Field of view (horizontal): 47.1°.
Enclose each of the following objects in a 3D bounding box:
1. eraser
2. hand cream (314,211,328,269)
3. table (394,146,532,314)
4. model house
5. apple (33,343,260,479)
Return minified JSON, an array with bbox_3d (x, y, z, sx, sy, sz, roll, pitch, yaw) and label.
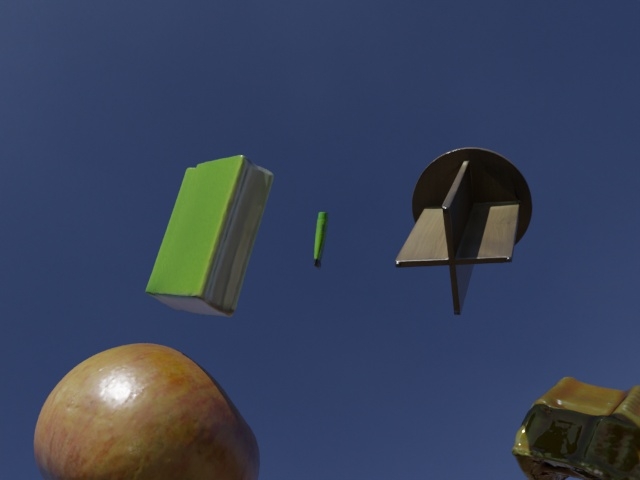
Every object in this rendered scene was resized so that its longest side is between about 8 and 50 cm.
[{"bbox_3d":[-0.204,-0.006,1.328,0.092,0.274,0.210,27,-19,-37],"label":"eraser"},{"bbox_3d":[0.000,0.000,1.563,0.023,0.121,0.036,2,-16,16],"label":"hand cream"},{"bbox_3d":[0.180,-0.012,0.931,0.167,0.226,0.167,6,-69,15],"label":"table"},{"bbox_3d":[0.433,0.309,1.061,0.239,0.268,0.173,4,-76,36],"label":"model house"},{"bbox_3d":[-0.297,0.367,1.306,0.401,0.333,0.400,23,-41,22],"label":"apple"}]
